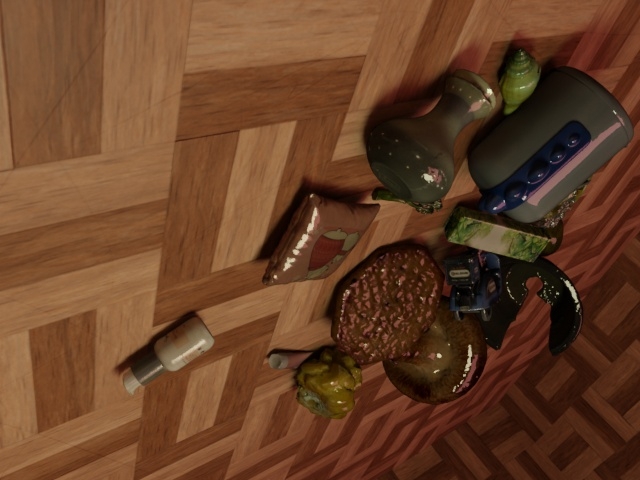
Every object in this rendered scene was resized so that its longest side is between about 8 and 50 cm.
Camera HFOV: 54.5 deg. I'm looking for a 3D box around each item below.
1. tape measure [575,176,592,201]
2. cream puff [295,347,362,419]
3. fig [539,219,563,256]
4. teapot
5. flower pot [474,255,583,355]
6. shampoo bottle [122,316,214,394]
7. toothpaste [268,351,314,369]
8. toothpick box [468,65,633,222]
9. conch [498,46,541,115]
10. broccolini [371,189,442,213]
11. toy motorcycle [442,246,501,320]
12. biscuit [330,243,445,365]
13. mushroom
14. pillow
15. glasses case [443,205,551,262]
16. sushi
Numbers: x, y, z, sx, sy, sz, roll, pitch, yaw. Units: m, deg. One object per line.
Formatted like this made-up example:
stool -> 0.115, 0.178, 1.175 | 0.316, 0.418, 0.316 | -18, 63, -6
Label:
tape measure -> 0.758, -0.180, 1.889 | 0.177, 0.087, 0.154 | -8, 125, -46
cream puff -> 0.037, 0.402, 1.765 | 0.194, 0.195, 0.221 | -26, 155, -23
fig -> 0.736, -0.040, 2.057 | 0.126, 0.185, 0.133 | -8, 131, 18
teapot -> 0.215, -0.199, 1.175 | 0.251, 0.183, 0.183 | -47, 152, -11
flower pot -> 0.713, 0.181, 2.131 | 0.251, 0.379, 0.379 | -32, 155, -54
shampoo bottle -> -0.307, 0.229, 1.235 | 0.192, 0.074, 0.074 | -33, 150, -9
toothpaste -> -0.077, 0.319, 1.657 | 0.067, 0.043, 0.194 | -46, 157, 9
toothpick box -> 0.497, -0.193, 1.415 | 0.354, 0.263, 0.263 | -44, 150, 9
conch -> 0.417, -0.338, 1.305 | 0.095, 0.079, 0.201 | -55, 167, 0
broccolini -> 0.190, -0.093, 1.412 | 0.216, 0.058, 0.067 | -2, 92, -38
toy motorcycle -> 0.448, 0.104, 1.777 | 0.125, 0.213, 0.358 | -5, -174, 27
biscuit -> 0.180, 0.168, 1.630 | 0.359, 0.046, 0.359 | -15, 121, -27
mushroom -> 0.319, 0.311, 1.843 | 0.331, 0.334, 0.356 | -49, 155, 1
pillow -> 0.000, 0.000, 1.267 | 0.236, 0.084, 0.223 | 2, 129, -55
glasses case -> 0.474, -0.018, 1.672 | 0.272, 0.062, 0.095 | 14, 127, -17
sushi -> 0.609, -0.109, 1.763 | 0.184, 0.139, 0.274 | 7, 129, -49
